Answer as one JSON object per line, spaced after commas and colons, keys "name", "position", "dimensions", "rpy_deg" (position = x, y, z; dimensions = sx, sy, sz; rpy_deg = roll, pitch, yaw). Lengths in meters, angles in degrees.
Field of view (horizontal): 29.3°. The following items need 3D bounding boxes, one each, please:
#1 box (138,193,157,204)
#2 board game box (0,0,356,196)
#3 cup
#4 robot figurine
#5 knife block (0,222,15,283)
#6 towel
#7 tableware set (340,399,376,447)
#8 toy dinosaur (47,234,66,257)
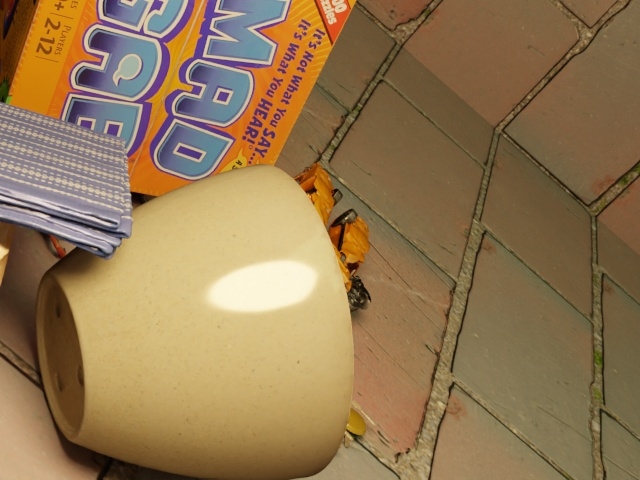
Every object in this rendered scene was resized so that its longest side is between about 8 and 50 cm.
{"name": "box", "position": [-0.187, -0.094, 1.747], "dimensions": [0.183, 0.056, 0.231], "rpy_deg": [21, 32, -39]}
{"name": "board game box", "position": [-0.219, -0.308, 1.587], "dimensions": [0.356, 0.357, 0.356], "rpy_deg": [10, 37, -26]}
{"name": "cup", "position": [-0.149, 0.097, 1.231], "dimensions": [0.237, 0.331, 0.331], "rpy_deg": [-7, 49, -27]}
{"name": "robot figurine", "position": [0.000, 0.000, 1.819], "dimensions": [0.211, 0.085, 0.291], "rpy_deg": [52, 21, -14]}
{"name": "knife block", "position": [-0.380, 0.030, 1.213], "dimensions": [0.088, 0.242, 0.276], "rpy_deg": [15, 78, -24]}
{"name": "towel", "position": [-0.306, -0.078, 1.204], "dimensions": [0.243, 0.040, 0.336], "rpy_deg": [17, 15, -14]}
{"name": "tableware set", "position": [0.001, 0.222, 1.556], "dimensions": [0.104, 0.024, 0.154], "rpy_deg": [46, 25, 16]}
{"name": "toy dinosaur", "position": [-0.323, -0.015, 1.452], "dimensions": [0.090, 0.047, 0.082], "rpy_deg": [3, 43, -6]}
